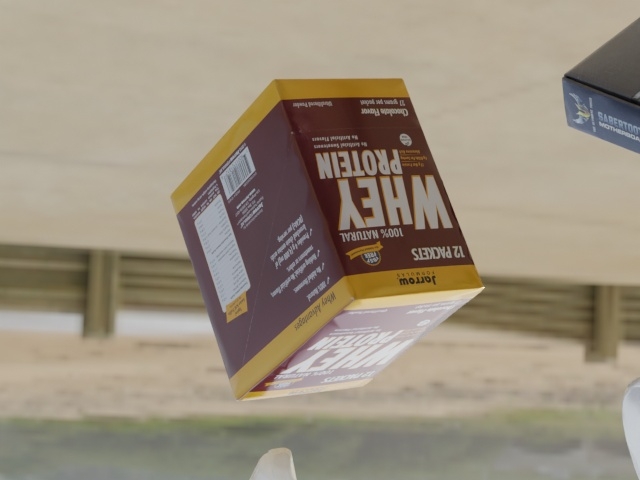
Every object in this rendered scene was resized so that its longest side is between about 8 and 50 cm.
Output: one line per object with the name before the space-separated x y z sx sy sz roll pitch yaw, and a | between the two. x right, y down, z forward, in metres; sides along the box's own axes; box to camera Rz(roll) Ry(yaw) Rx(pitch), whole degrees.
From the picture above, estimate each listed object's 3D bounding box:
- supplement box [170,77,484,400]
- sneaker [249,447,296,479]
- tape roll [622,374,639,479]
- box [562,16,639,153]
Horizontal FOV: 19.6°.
supplement box | 0.000 0.000 1.491 0.129 0.194 0.191 -4 154 -36
sneaker | -0.070 0.260 1.555 0.094 0.080 0.212 2 129 -14
tape roll | 0.232 0.149 0.708 0.100 0.286 0.286 -31 176 -6
box | 0.351 -0.149 1.598 0.232 0.059 0.183 -36 -138 -28
